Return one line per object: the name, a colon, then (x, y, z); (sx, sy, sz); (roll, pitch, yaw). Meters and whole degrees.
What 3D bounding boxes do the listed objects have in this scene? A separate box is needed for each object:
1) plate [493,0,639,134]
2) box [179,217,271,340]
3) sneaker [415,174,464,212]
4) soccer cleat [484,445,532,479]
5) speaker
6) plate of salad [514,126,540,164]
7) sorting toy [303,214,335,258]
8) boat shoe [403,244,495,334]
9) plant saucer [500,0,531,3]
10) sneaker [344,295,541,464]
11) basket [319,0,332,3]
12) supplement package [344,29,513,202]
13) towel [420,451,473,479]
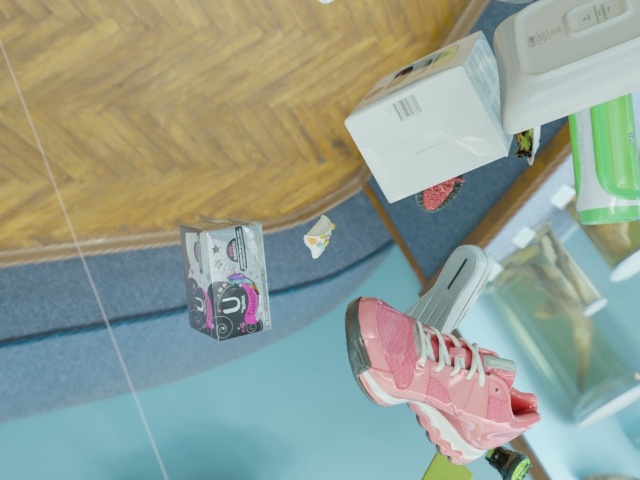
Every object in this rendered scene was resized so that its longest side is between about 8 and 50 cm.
plate: (0.342, -0.260, 0.966); (0.278, 0.277, 0.045); (-19, 124, 23)
box: (-0.217, 0.083, 1.792); (0.142, 0.247, 0.163); (-11, -168, -31)
sneaker: (0.271, -0.188, 1.803); (0.104, 0.261, 0.125); (14, 178, -8)
soccer cleat: (0.306, 0.369, 1.307); (0.060, 0.072, 0.179); (-58, 161, -6)
speaker: (0.540, -0.183, 1.513); (0.131, 0.296, 0.131); (-4, 175, 0)
plate of salad: (0.355, -0.231, 1.401); (0.048, 0.199, 0.199); (-5, 154, 8)
sorting toy: (0.000, 0.000, 1.754); (0.083, 0.045, 0.075); (-50, 155, -43)
boat shoe: (0.201, 0.109, 1.247); (0.076, 0.083, 0.226); (12, 121, -46)
plant saucer: (0.389, -0.669, 1.802); (0.050, 0.310, 0.310); (-36, 155, -15)
sneaker: (0.147, 0.145, 0.912); (0.136, 0.115, 0.314); (-26, 131, 27)
basket: (0.025, -0.740, 1.667); (0.328, 0.331, 0.266); (-50, 177, 38)
supplement package: (0.175, -0.189, 1.197); (0.194, 0.149, 0.203); (-21, -162, 28)
towel: (0.241, 0.504, 1.591); (0.021, 0.102, 0.237); (-41, 178, 31)
